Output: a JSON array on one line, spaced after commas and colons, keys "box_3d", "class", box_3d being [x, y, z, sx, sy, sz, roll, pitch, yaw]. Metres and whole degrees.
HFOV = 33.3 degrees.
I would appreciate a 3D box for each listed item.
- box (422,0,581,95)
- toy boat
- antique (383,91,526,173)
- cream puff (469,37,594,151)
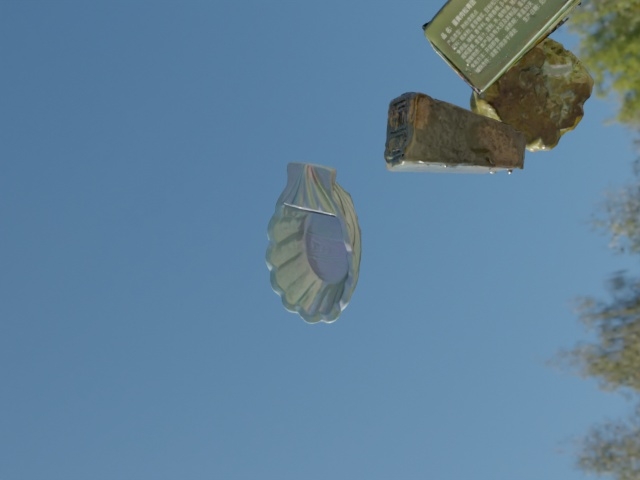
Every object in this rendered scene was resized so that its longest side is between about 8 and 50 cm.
[{"box_3d": [0.378, -0.434, 1.493, 0.138, 0.420, 0.373, 47, -129, 3], "class": "box"}, {"box_3d": [0.000, 0.000, 1.910, 0.100, 0.199, 0.290, -25, -60, -51], "class": "toy boat"}, {"box_3d": [0.280, -0.199, 2.171, 0.284, 0.125, 0.150, 9, -95, -20], "class": "antique"}, {"box_3d": [0.466, -0.332, 2.406, 0.185, 0.282, 0.281, -131, 17, -80], "class": "cream puff"}]
